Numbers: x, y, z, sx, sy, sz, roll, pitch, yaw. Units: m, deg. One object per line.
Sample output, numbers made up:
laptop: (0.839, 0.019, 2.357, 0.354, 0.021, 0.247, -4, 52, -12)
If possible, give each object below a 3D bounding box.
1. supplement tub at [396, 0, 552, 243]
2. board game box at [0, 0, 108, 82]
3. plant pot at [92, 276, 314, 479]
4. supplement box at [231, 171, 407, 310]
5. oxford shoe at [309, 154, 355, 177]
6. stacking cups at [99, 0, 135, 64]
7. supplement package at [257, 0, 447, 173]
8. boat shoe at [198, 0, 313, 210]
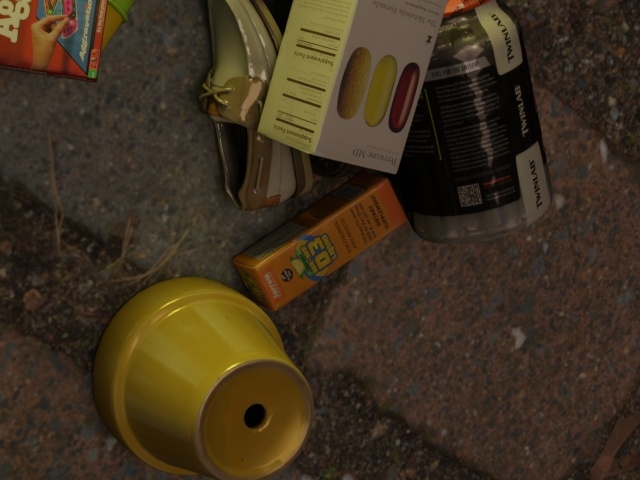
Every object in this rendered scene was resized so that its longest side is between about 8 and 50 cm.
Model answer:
supplement tub: (0.185, -0.182, 1.852, 0.207, 0.207, 0.338, -24, 113, -23)
board game box: (-0.310, -0.330, 1.577, 0.145, 0.027, 0.281, 7, 83, -8)
plant pot: (-0.132, 0.194, 1.745, 0.254, 0.239, 0.254, -7, 105, -29)
supplement box: (0.000, 0.000, 1.867, 0.233, 0.080, 0.078, -34, 114, -16)
oxford shoe: (0.021, -0.195, 1.842, 0.096, 0.082, 0.227, 9, 86, -66)
stacking cups: (-0.218, -0.363, 1.661, 0.096, 0.096, 0.316, 40, 77, -30)
supplement package: (0.040, -0.221, 1.679, 0.139, 0.134, 0.244, 10, 99, -36)
boat shoe: (-0.096, -0.180, 1.750, 0.103, 0.113, 0.302, -25, 111, -24)
